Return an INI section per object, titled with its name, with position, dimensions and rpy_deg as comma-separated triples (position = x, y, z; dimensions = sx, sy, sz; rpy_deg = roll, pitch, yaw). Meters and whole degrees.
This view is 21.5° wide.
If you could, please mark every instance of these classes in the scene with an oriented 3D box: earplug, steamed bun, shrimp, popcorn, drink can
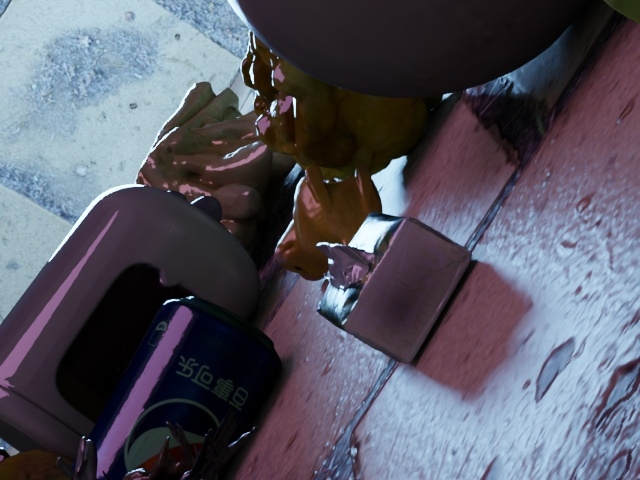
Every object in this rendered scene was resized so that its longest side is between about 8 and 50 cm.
[earplug]
position = 0.075, -0.280, 1.188
dimensions = 0.312, 0.312, 0.394
rpy_deg = -51, 16, 41
[steamed bun]
position = -0.123, -0.046, 1.938
dimensions = 0.428, 0.189, 0.247
rpy_deg = -68, -17, -47
[shrimp]
position = -0.154, 0.225, 1.175
dimensions = 0.137, 0.172, 0.372
rpy_deg = 58, 138, 43
[popcorn]
position = 0.008, -0.137, 1.427
dimensions = 0.155, 0.197, 0.197
rpy_deg = -31, 6, -9
[drink can]
position = -0.123, 0.155, 1.406
dimensions = 0.205, 0.118, 0.118
rpy_deg = -62, 10, -13

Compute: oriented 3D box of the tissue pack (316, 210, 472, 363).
[tissue pack]
position = 0.036, 0.023, 1.098
dimensions = 0.085, 0.079, 0.111
rpy_deg = -60, 10, -1

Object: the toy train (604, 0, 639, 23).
[toy train]
position = 0.220, -0.232, 0.929
dimensions = 0.253, 0.105, 0.157
rpy_deg = -53, 25, 32

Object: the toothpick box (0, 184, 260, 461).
[toothpick box]
position = -0.199, 0.082, 1.686
dimensions = 0.316, 0.229, 0.229
rpy_deg = -57, 8, -18

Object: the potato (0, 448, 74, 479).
[potato]
position = -0.326, 0.303, 1.457
dimensions = 0.299, 0.196, 0.246
rpy_deg = -40, 48, 1

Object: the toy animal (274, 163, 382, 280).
[toy animal]
position = -0.001, 0.003, 1.413
dimensions = 0.159, 0.070, 0.083
rpy_deg = 129, 135, -61

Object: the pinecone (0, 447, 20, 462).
[pinecone]
position = -0.401, 0.351, 1.929
dimensions = 0.272, 0.224, 0.224
rpy_deg = -43, -3, -39
